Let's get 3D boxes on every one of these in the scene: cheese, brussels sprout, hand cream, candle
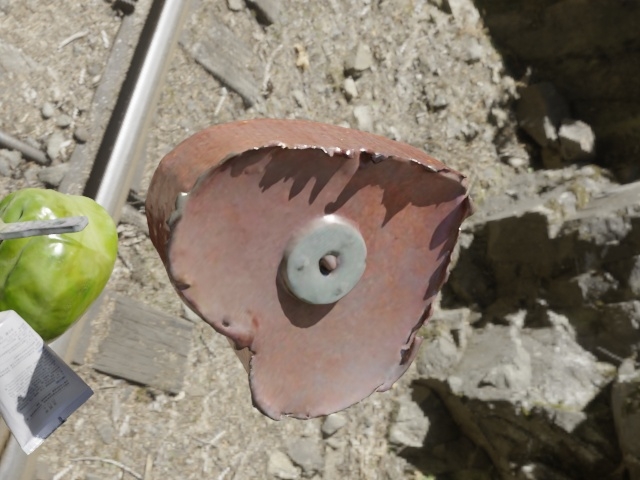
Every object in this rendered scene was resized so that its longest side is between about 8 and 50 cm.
[{"bbox_3d":[-0.310,-0.006,0.624,0.097,0.192,0.037,-99,-177,-71],"label":"cheese"},{"bbox_3d":[-0.342,0.036,0.832,0.161,0.223,0.223,19,65,-27],"label":"brussels sprout"},{"bbox_3d":[-0.282,0.115,0.632,0.084,0.053,0.142,-46,111,-43],"label":"hand cream"},{"bbox_3d":[0.000,0.000,0.657,0.287,0.131,0.317,-37,127,-4],"label":"candle"}]
